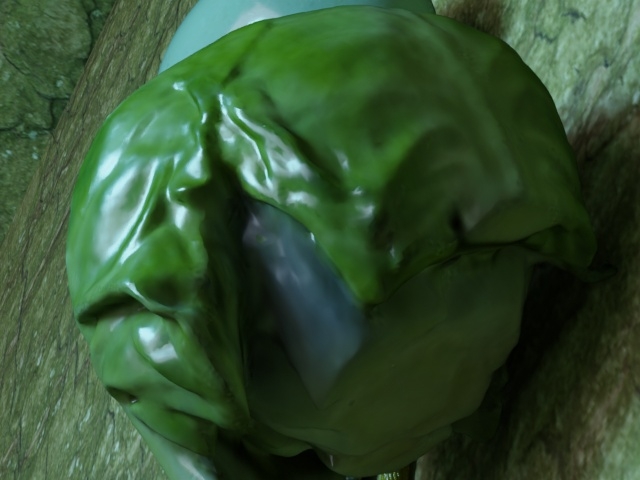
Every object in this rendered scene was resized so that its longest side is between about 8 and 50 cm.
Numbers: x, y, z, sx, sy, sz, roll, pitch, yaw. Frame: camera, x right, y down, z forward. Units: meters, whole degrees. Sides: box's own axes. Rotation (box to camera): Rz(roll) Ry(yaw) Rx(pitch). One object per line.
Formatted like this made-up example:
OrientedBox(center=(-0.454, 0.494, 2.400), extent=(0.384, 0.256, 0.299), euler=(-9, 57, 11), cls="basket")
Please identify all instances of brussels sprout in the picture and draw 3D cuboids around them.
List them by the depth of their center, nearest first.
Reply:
OrientedBox(center=(-0.008, -0.007, 1.483), extent=(0.361, 0.425, 0.342), euler=(53, 167, 36), cls="brussels sprout")

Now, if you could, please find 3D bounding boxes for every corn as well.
OrientedBox(center=(0.068, 0.201, 1.630), extent=(0.028, 0.027, 0.083), euler=(112, 167, -58), cls="corn")

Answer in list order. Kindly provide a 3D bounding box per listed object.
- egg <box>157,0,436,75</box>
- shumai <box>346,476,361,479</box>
OrientedBox(center=(-0.027, -0.159, 1.893), extent=(0.389, 0.276, 0.276), euler=(-49, 27, 44), cls="egg")
OrientedBox(center=(-0.053, 0.224, 1.754), extent=(0.209, 0.153, 0.161), euler=(-44, 23, 55), cls="shumai")
